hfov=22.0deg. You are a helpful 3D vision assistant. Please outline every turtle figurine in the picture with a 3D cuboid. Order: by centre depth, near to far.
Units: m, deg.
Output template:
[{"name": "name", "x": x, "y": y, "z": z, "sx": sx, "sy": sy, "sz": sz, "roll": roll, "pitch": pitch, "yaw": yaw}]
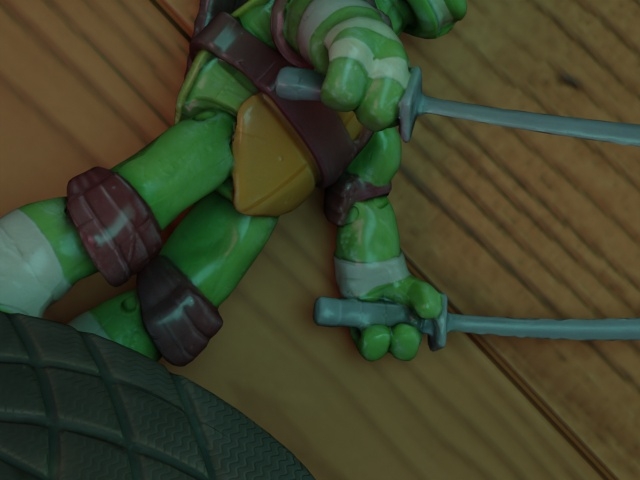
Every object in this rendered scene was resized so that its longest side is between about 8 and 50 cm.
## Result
[{"name": "turtle figurine", "x": 0.000, "y": 0.000, "z": 0.672, "sx": 0.266, "sy": 0.198, "sz": 0.275, "roll": -38, "pitch": 90, "yaw": -7}]

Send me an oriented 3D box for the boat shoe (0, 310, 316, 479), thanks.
[{"name": "boat shoe", "x": -0.160, "y": 0.099, "z": 0.575, "sx": 0.355, "sy": 0.132, "sz": 0.130, "roll": 16, "pitch": 121, "yaw": 10}]
